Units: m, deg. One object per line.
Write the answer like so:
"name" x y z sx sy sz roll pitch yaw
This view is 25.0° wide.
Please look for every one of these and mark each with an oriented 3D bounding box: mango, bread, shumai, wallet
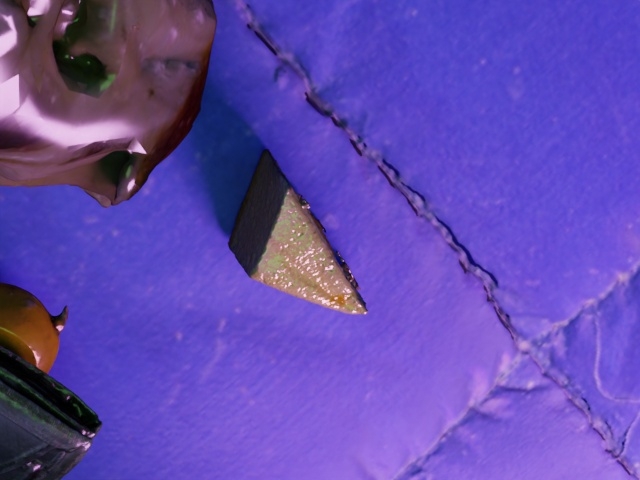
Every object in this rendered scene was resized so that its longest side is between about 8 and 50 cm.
"mango" -0.258 0.086 0.995 0.187 0.066 0.101 -29 124 6
"bread" 0.000 0.000 1.016 0.109 0.084 0.080 20 105 -19
"shumai" -0.172 -0.139 0.855 0.346 0.217 0.283 -44 112 1
"wallet" -0.278 0.151 0.977 0.160 0.055 0.236 38 119 -21
